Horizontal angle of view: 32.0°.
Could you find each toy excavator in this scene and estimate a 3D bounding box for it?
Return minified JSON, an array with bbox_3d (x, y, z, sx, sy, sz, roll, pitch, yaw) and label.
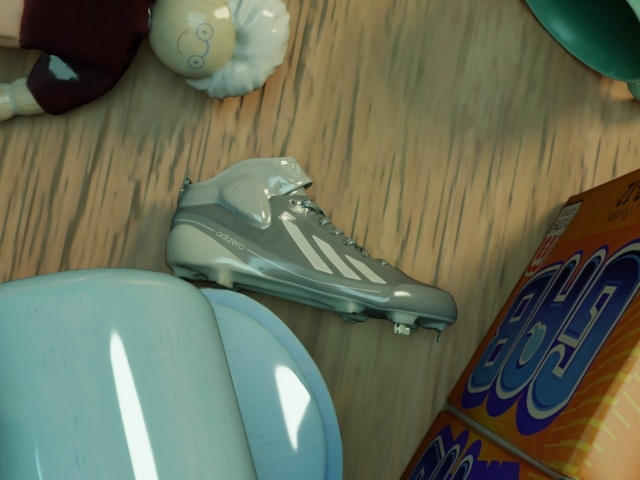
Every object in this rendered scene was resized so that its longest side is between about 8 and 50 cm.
[{"bbox_3d":[-0.172,0.103,0.511,0.433,0.445,0.222,-9,70,-20],"label":"toy excavator"}]

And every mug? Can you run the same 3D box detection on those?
[{"bbox_3d":[0.211,-0.181,0.763,0.097,0.157,0.129,-44,64,-6],"label":"mug"}]

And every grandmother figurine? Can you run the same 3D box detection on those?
[{"bbox_3d":[-0.188,-0.161,0.730,0.343,0.207,0.104,10,46,-12],"label":"grandmother figurine"}]

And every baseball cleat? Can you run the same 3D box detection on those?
[{"bbox_3d":[0.000,0.000,0.764,0.206,0.072,0.109,13,79,-4],"label":"baseball cleat"}]

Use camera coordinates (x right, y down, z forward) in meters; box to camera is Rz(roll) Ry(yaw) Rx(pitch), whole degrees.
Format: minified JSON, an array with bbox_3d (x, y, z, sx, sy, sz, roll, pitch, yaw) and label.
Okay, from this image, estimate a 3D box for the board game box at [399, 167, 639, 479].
[{"bbox_3d":[0.241,0.196,0.612,0.357,0.356,0.356,32,86,1],"label":"board game box"}]
